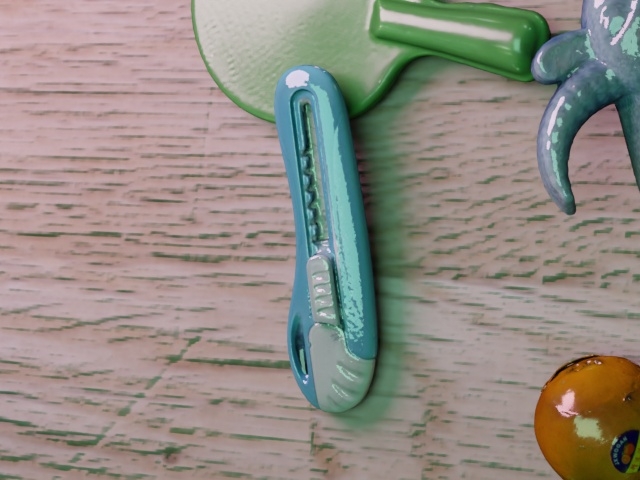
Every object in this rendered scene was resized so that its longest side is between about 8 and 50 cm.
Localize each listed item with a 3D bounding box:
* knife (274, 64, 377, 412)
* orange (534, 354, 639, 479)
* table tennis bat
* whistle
[{"bbox_3d":[0.000,0.000,1.233,0.064,0.031,0.222,-3,96,28],"label":"knife"},{"bbox_3d":[0.165,0.107,1.140,0.083,0.083,0.083,0,89,26],"label":"orange"},{"bbox_3d":[0.027,-0.143,1.236,0.257,0.039,0.160,15,100,29],"label":"table tennis bat"},{"bbox_3d":[0.203,-0.098,1.118,0.180,0.093,0.269,-14,84,-1],"label":"whistle"}]
